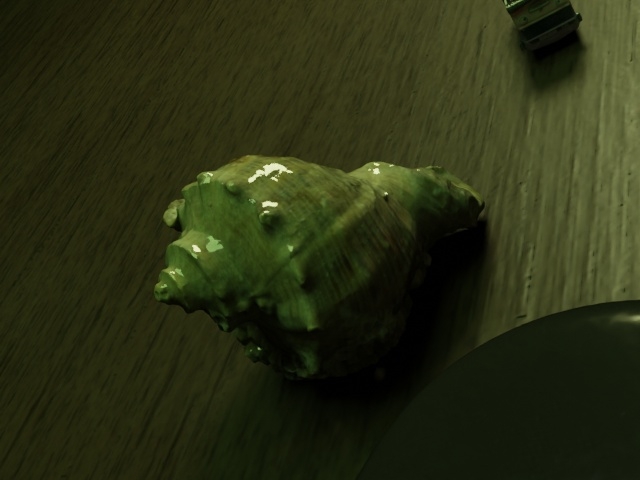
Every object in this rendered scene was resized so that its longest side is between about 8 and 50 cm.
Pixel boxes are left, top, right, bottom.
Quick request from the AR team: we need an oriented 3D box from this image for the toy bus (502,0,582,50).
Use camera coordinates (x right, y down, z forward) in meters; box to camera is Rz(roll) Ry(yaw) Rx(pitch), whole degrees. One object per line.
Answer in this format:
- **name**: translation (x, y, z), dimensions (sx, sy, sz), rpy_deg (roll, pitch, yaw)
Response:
- **toy bus**: translation (0.177, -0.199, 0.720), dimensions (0.052, 0.058, 0.102), rpy_deg (-25, 29, 20)

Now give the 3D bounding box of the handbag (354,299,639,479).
- **handbag**: translation (0.093, 0.152, 0.329), dimensions (0.253, 0.093, 0.308), rpy_deg (9, 54, 48)

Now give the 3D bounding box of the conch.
- **conch**: translation (0.000, 0.000, 0.563), dimensions (0.245, 0.163, 0.178), rpy_deg (-20, 40, -30)
